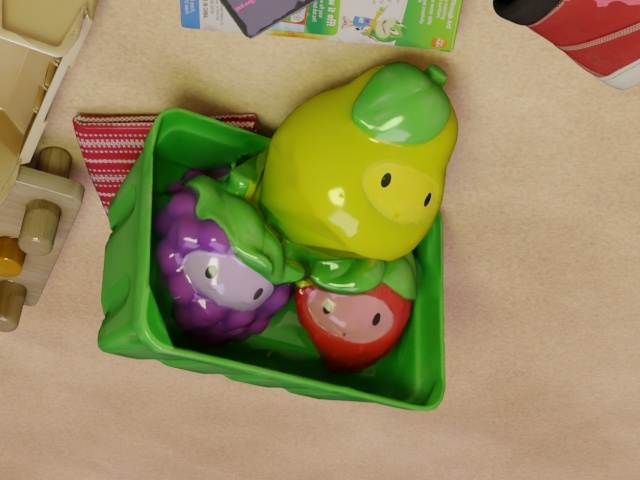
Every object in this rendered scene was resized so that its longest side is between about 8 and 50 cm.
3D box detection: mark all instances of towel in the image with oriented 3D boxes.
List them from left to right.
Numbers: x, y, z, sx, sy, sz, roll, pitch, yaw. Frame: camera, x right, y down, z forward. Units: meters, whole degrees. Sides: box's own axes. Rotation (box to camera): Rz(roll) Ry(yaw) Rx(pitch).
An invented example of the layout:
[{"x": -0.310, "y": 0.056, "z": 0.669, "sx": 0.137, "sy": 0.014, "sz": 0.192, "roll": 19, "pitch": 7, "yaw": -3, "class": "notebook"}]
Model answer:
[{"x": -0.144, "y": -0.048, "z": 1.469, "sx": 0.199, "sy": 0.031, "sz": 0.275, "roll": 0, "pitch": 146, "yaw": 8, "class": "towel"}]

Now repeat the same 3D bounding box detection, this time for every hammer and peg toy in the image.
[{"x": -0.454, "y": -0.038, "z": 1.439, "sx": 0.361, "sy": 0.127, "sz": 0.266, "roll": 17, "pitch": 145, "yaw": -16, "class": "hammer and peg toy"}]

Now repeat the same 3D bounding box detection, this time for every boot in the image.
[{"x": 0.261, "y": -0.226, "z": 1.098, "sx": 0.176, "sy": 0.088, "sz": 0.244, "roll": 26, "pitch": 145, "yaw": -25, "class": "boot"}]

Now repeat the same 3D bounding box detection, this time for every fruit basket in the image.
[{"x": 0.000, "y": 0.000, "z": 1.313, "sx": 0.392, "sy": 0.283, "sz": 0.392, "roll": 1, "pitch": 158, "yaw": 0, "class": "fruit basket"}]

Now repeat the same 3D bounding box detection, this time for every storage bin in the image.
[{"x": -0.366, "y": -0.171, "z": 1.233, "sx": 0.260, "sy": 0.123, "sz": 0.262, "roll": 18, "pitch": 144, "yaw": -17, "class": "storage bin"}]

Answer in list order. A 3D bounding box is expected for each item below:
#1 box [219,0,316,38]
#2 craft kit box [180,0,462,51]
[{"x": 0.022, "y": -0.275, "z": 0.913, "sx": 0.247, "sy": 0.163, "sz": 0.142, "roll": -26, "pitch": 116, "yaw": 17, "class": "box"}, {"x": 0.005, "y": -0.265, "z": 1.103, "sx": 0.246, "sy": 0.061, "sz": 0.250, "roll": 8, "pitch": 147, "yaw": 1, "class": "craft kit box"}]
